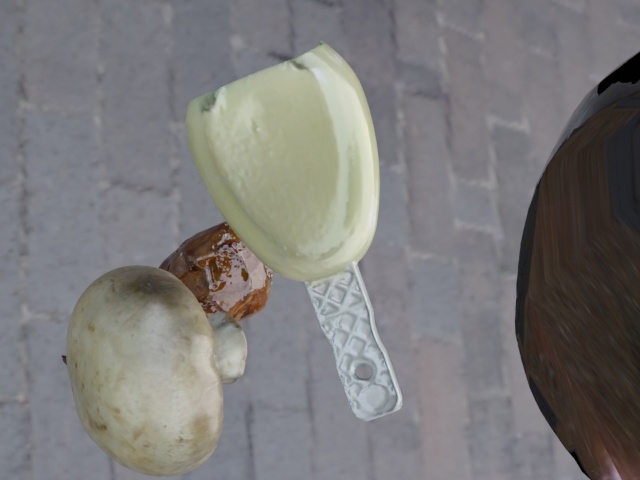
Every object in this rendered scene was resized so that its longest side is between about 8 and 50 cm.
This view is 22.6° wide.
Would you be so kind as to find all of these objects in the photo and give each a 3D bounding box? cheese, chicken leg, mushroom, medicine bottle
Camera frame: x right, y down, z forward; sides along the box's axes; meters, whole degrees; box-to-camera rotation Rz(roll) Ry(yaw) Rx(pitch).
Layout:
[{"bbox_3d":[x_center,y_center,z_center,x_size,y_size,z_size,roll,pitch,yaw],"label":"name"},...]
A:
[{"bbox_3d":[0.000,0.000,1.087,0.054,0.127,0.252,0,69,-77],"label":"cheese"},{"bbox_3d":[-0.149,0.078,1.581,0.113,0.304,0.093,4,58,-44],"label":"chicken leg"},{"bbox_3d":[-0.127,0.101,1.241,0.127,0.166,0.166,-6,84,-25],"label":"mushroom"},{"bbox_3d":[0.273,-0.020,0.710,0.395,0.242,0.243,-26,100,-47],"label":"medicine bottle"}]
